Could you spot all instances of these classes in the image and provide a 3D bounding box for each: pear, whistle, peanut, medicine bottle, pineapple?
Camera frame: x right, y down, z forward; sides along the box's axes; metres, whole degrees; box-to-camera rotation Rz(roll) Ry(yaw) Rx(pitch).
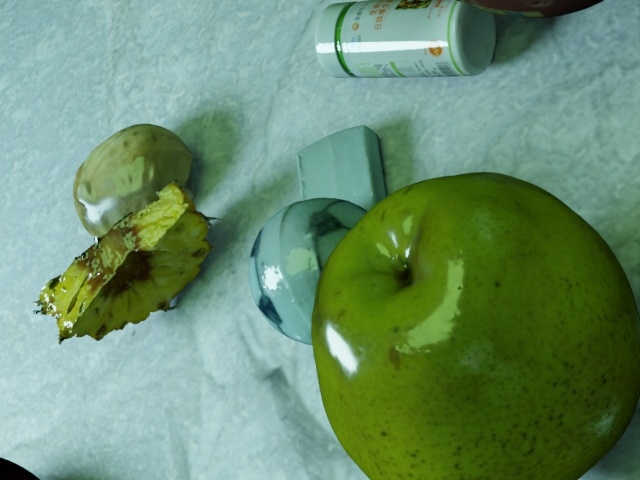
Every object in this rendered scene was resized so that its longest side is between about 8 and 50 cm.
[{"bbox_3d":[0.130,0.086,0.882,0.294,0.294,0.294,-14,65,32],"label":"pear"},{"bbox_3d":[0.000,0.000,1.088,0.163,0.163,0.290,-22,61,29],"label":"whistle"},{"bbox_3d":[-0.230,-0.073,1.321,0.159,0.109,0.140,-29,67,11],"label":"peanut"},{"bbox_3d":[0.090,-0.218,1.150,0.183,0.086,0.086,5,76,37],"label":"medicine bottle"},{"bbox_3d":[-0.210,0.037,1.253,0.233,0.135,0.079,-39,67,4],"label":"pineapple"}]

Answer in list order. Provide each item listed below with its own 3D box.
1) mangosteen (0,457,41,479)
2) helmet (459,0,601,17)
[{"bbox_3d":[-0.423,0.350,1.198,0.235,0.261,0.235,-15,62,31],"label":"mangosteen"},{"bbox_3d":[0.189,-0.354,1.021,0.385,0.230,0.337,19,86,21],"label":"helmet"}]
